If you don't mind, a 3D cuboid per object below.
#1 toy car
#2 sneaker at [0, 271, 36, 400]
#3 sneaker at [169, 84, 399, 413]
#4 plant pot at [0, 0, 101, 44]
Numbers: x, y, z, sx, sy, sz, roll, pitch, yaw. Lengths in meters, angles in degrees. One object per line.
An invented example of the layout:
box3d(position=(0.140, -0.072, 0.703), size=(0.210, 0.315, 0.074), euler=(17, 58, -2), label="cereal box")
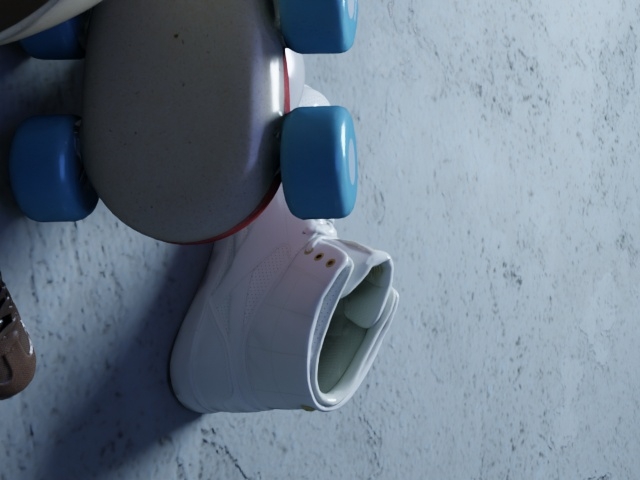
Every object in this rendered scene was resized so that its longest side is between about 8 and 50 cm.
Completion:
box3d(position=(-0.072, -0.101, 0.778), size=(0.238, 0.219, 0.210), euler=(4, 86, -80), label="toy car")
box3d(position=(-0.223, 0.029, 0.644), size=(0.066, 0.071, 0.188), euler=(-57, 130, -35), label="sneaker")
box3d(position=(0.000, 0.000, 0.847), size=(0.108, 0.169, 0.293), euler=(34, 62, -43), label="sneaker")
box3d(position=(-0.165, -0.249, 0.587), size=(0.191, 0.284, 0.284), euler=(-30, 113, -65), label="plant pot")
